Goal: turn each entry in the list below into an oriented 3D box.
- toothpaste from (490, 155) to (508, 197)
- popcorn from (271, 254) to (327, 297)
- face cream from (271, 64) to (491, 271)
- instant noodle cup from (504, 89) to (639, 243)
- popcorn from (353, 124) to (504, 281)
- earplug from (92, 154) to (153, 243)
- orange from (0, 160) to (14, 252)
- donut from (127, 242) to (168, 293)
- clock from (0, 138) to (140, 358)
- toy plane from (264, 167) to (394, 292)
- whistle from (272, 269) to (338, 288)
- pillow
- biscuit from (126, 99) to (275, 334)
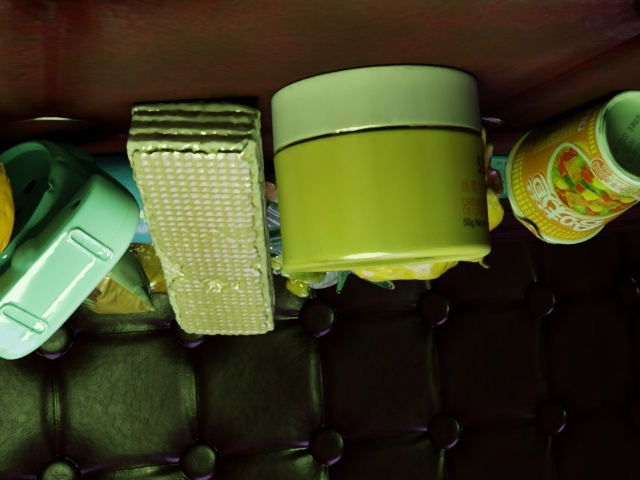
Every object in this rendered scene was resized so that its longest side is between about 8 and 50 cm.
[{"bbox_3d":[0.244,-0.099,1.368,0.267,0.065,0.050,-1,174,-37],"label":"toothpaste"},{"bbox_3d":[-0.037,0.001,1.663,0.187,0.185,0.167,-34,-167,9],"label":"popcorn"},{"bbox_3d":[0.062,-0.065,0.902,0.218,0.179,0.218,-4,176,0],"label":"face cream"},{"bbox_3d":[0.338,-0.094,1.056,0.168,0.168,0.185,-3,167,-16],"label":"instant noodle cup"},{"bbox_3d":[0.118,-0.052,1.117,0.253,0.191,0.190,-12,-166,-28],"label":"popcorn"},{"bbox_3d":[-0.247,-0.055,1.142,0.273,0.132,0.132,0,175,-6],"label":"earplug"},{"bbox_3d":[-0.409,-0.030,0.830,0.219,0.193,0.219,0,-163,0],"label":"orange"},{"bbox_3d":[-0.420,0.038,1.881,0.360,0.170,0.360,1,176,0],"label":"donut"},{"bbox_3d":[-0.335,-0.014,0.979,0.274,0.223,0.094,38,177,46],"label":"clock"},{"bbox_3d":[-0.003,0.006,1.330,0.326,0.104,0.223,41,152,-26],"label":"toy plane"},{"bbox_3d":[0.048,-0.021,1.869,0.348,0.189,0.189,-26,175,1],"label":"whistle"},{"bbox_3d":[-0.400,0.023,1.414,0.310,0.119,0.312,39,169,-6],"label":"pillow"},{"bbox_3d":[-0.131,-0.004,1.039,0.144,0.078,0.426,0,147,1],"label":"biscuit"}]
